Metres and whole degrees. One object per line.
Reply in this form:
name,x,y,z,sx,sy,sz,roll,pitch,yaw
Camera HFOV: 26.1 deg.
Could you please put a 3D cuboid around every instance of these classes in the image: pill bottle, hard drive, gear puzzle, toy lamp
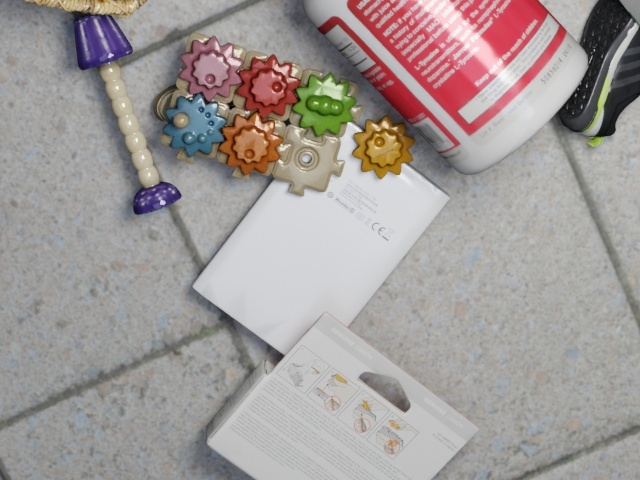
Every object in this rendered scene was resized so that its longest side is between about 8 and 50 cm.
pill bottle,0.128,-0.298,1.762,0.229,0.229,0.408,-43,99,9
hard drive,0.000,0.000,1.926,0.210,0.040,0.319,37,100,-8
gear puzzle,-0.038,-0.148,1.843,0.339,0.044,0.175,17,103,-6
toy lamp,-0.265,-0.176,1.871,0.080,0.080,0.275,-17,105,4

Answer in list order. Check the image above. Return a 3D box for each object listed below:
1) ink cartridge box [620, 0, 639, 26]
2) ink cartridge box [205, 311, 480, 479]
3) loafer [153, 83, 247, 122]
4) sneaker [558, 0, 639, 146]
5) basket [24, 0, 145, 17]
ink cartridge box,0.480,-0.366,1.763,0.153,0.087,0.208,42,80,-34
ink cartridge box,0.031,0.267,1.956,0.296,0.066,0.261,38,101,-15
loafer,-0.158,-0.194,1.877,0.148,0.050,0.056,-15,102,3
sneaker,0.401,-0.242,1.865,0.097,0.084,0.235,19,103,-34
basket,-0.274,-0.436,1.736,0.213,0.223,0.299,14,102,-3
